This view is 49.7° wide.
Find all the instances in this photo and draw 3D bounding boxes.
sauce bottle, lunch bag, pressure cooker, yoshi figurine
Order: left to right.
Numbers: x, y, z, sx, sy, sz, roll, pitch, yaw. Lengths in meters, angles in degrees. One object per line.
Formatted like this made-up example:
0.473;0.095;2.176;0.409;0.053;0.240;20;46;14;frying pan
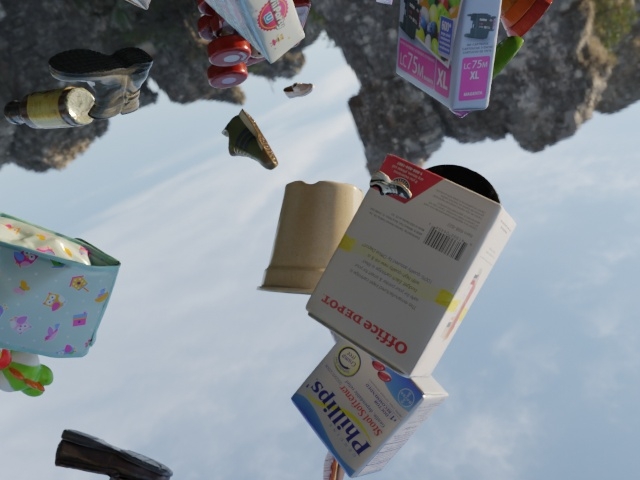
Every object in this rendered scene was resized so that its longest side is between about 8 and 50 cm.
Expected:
-0.813;0.264;1.684;0.203;0.362;0.203;-23;-133;9;yoshi figurine
-0.535;0.096;1.320;0.223;0.262;0.160;-66;-158;12;lunch bag
-0.790;-0.377;1.990;0.344;0.111;0.111;4;-145;34;sauce bottle
0.448;-0.031;2.524;0.370;0.420;0.375;-32;-115;-18;pressure cooker

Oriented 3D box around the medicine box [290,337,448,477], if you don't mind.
0.118;0.392;1.731;0.263;0.149;0.289;47;-73;30;medicine box

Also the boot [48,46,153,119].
-0.474;-0.323;1.487;0.083;0.161;0.246;45;-142;20;boot

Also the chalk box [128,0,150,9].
-0.534;-0.834;1.927;0.179;0.289;0.180;22;-178;4;chalk box

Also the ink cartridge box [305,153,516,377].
0.186;0.056;1.457;0.279;0.160;0.384;30;-88;28;ink cartridge box

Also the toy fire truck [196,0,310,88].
-0.162;-0.501;1.686;0.254;0.169;0.302;-11;171;-11;toy fire truck

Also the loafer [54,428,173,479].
-0.508;0.553;1.691;0.302;0.109;0.095;17;-104;12;loafer

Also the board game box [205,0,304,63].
-0.175;-0.515;1.314;0.097;0.224;0.303;-40;-115;-7;board game box

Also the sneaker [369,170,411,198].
0.129;-0.095;1.297;0.037;0.083;0.032;-59;176;-15;sneaker

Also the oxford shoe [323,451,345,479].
0.074;0.570;1.867;0.097;0.098;0.271;136;-29;-68;oxford shoe

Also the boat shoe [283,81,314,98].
-0.062;-0.415;1.889;0.100;0.035;0.035;-1;-118;42;boat shoe

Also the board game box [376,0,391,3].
0.155;-0.653;1.525;0.056;0.208;0.347;16;-167;3;board game box

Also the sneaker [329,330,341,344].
0.144;0.255;1.964;0.152;0.114;0.305;0;-179;-40;sneaker

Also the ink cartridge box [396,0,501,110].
0.164;-0.342;0.877;0.065;0.311;0.186;-6;-150;-17;ink cartridge box

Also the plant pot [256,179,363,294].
0.000;0.000;1.919;0.334;0.305;0.334;4;174;0;plant pot

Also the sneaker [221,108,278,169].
-0.168;-0.214;1.592;0.086;0.064;0.192;-37;-123;10;sneaker

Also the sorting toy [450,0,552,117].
0.330;-0.406;1.388;0.365;0.126;0.127;-53;-173;-24;sorting toy
